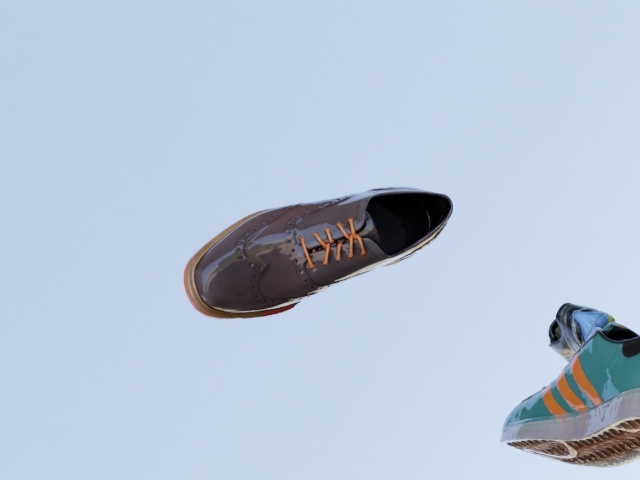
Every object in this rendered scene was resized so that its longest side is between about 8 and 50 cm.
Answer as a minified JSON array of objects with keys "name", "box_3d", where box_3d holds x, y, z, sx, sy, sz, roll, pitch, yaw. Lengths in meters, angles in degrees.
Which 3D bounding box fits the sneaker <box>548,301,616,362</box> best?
[{"name":"sneaker","box_3d":[0.316,0.121,2.161,0.067,0.078,0.188,-55,-22,-16]}]

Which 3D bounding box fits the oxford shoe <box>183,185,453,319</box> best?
[{"name":"oxford shoe","box_3d":[0.000,0.000,1.652,0.271,0.097,0.098,-21,-2,-29]}]

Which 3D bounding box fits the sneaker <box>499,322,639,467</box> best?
[{"name":"sneaker","box_3d":[0.290,0.153,1.809,0.302,0.108,0.121,-26,47,59]}]
